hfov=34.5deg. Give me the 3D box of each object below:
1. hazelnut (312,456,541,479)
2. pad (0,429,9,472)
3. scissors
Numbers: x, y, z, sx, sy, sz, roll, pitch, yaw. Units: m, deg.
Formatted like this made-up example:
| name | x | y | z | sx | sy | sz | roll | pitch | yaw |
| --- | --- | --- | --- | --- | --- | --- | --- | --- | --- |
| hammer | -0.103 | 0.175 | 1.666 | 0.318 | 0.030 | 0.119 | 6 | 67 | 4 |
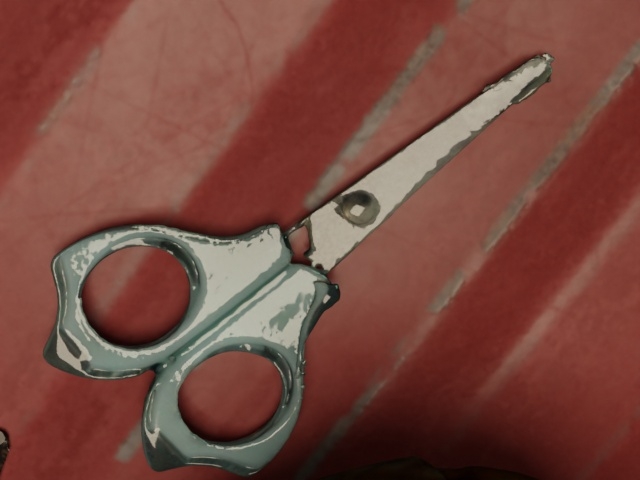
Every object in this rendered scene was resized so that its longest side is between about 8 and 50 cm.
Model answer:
| name | x | y | z | sx | sy | sz | roll | pitch | yaw |
| --- | --- | --- | --- | --- | --- | --- | --- | --- | --- |
| hazelnut | 0.032 | 0.311 | 0.567 | 0.409 | 0.359 | 0.359 | -46 | 103 | 0 |
| pad | -0.355 | 0.243 | 0.693 | 0.220 | 0.004 | 0.330 | 19 | 102 | -8 |
| scissors | 0.000 | 0.000 | 0.639 | 0.360 | 0.029 | 0.191 | -38 | 102 | 7 |
